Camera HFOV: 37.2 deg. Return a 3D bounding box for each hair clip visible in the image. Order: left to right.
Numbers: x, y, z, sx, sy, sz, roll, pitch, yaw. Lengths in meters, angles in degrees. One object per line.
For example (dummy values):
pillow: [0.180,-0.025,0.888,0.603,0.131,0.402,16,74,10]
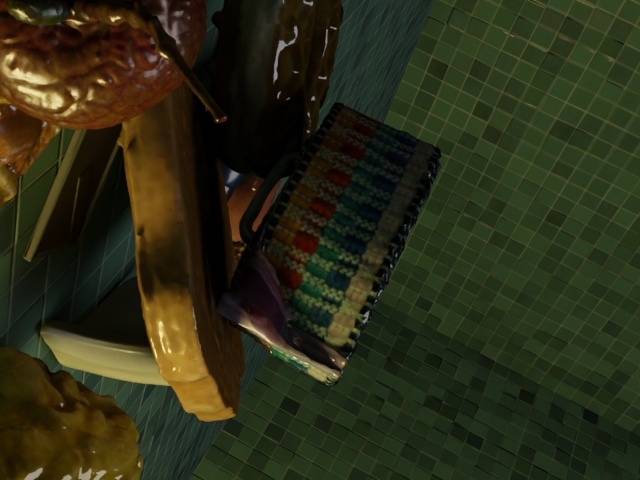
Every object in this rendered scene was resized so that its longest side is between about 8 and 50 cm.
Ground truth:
hair clip: [-0.226,0.124,1.171,0.282,0.172,0.113,-86,-175,-76]

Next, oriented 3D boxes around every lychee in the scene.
lychee: [-0.095,-0.100,0.408,0.140,0.114,0.101,-22,-135,63]

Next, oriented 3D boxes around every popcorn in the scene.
popcorn: [-0.279,0.200,0.893,0.200,0.225,0.203,169,-80,-74]

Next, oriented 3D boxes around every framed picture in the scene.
framed picture: [-0.237,-0.054,0.935,0.149,0.011,0.109,-64,173,12]

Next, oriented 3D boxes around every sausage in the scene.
sausage: [-0.080,-0.153,1.464,0.088,0.087,0.433,-54,170,-53]

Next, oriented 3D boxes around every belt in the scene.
belt: [0.000,0.000,0.971,0.295,0.160,0.207,-62,176,-26]

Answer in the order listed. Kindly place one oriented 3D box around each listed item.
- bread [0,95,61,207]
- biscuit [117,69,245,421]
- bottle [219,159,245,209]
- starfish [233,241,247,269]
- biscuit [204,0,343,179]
bread: [-0.199,-0.127,0.485,0.185,0.114,0.275,-61,172,-20]
biscuit: [-0.136,-0.006,0.943,0.385,0.062,0.365,80,1,-75]
bottle: [-0.111,-0.151,1.274,0.082,0.072,0.244,21,97,-46]
starfish: [-0.132,0.020,1.617,0.071,0.216,0.238,42,37,-49]
biscuit: [-0.044,-0.229,1.069,0.332,0.103,0.332,13,90,-84]
